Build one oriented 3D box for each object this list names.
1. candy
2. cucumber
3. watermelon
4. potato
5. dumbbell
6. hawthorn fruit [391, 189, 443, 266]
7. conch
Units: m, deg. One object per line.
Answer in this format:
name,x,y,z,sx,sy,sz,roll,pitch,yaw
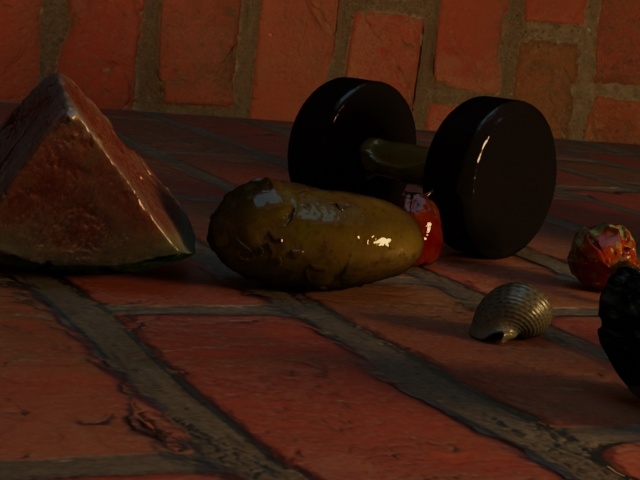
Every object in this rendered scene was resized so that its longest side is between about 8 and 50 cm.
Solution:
candy,0.369,0.046,1.689,0.084,0.078,0.288,-14,19,-16
cucumber,0.315,0.107,1.243,0.086,0.115,0.193,-46,40,-19
watermelon,-0.244,-0.065,1.556,0.262,0.201,0.213,8,18,-15
potato,0.000,0.000,1.603,0.251,0.113,0.149,11,-2,-30
dumbbell,0.131,-0.102,2.005,0.322,0.204,0.204,14,12,42
hawthorn fruit,0.109,-0.017,1.806,0.081,0.093,0.081,7,8,-1
conch,0.183,0.069,1.470,0.076,0.056,0.085,-3,1,39
